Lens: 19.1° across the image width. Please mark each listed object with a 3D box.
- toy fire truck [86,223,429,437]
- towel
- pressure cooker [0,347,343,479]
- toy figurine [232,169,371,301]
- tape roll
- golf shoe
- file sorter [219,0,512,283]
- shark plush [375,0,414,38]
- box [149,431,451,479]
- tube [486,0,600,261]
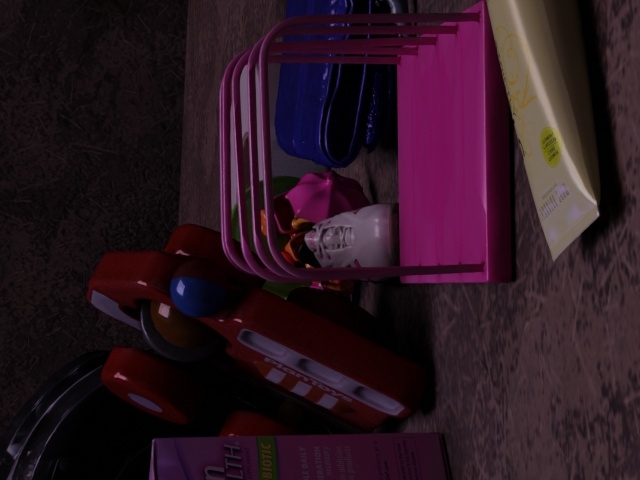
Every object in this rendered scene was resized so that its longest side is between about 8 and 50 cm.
[{"bbox_3d":[-0.062,0.086,1.694,0.169,0.302,0.254,-63,2,-18],"label":"toy fire truck"},{"bbox_3d":[0.019,-0.185,1.831,0.308,0.076,0.228,-156,73,-80],"label":"towel"},{"bbox_3d":[-0.166,0.305,1.988,0.420,0.369,0.376,144,129,-75],"label":"pressure cooker"},{"bbox_3d":[0.000,0.000,1.874,0.173,0.130,0.159,67,158,4],"label":"toy figurine"},{"bbox_3d":[-0.055,-0.027,2.241,0.392,0.072,0.392,180,90,-81],"label":"tape roll"},{"bbox_3d":[0.031,0.007,1.714,0.186,0.086,0.067,137,133,-75],"label":"golf shoe"},{"bbox_3d":[0.023,-0.066,1.473,0.290,0.182,0.202,172,97,-80],"label":"file sorter"},{"bbox_3d":[0.061,-0.253,1.625,0.067,0.073,0.161,14,101,49],"label":"shark plush"},{"bbox_3d":[-0.024,0.269,1.587,0.213,0.243,0.117,100,165,-49],"label":"box"},{"bbox_3d":[0.138,-0.114,1.182,0.070,0.062,0.240,17,-120,-58],"label":"tube"}]
